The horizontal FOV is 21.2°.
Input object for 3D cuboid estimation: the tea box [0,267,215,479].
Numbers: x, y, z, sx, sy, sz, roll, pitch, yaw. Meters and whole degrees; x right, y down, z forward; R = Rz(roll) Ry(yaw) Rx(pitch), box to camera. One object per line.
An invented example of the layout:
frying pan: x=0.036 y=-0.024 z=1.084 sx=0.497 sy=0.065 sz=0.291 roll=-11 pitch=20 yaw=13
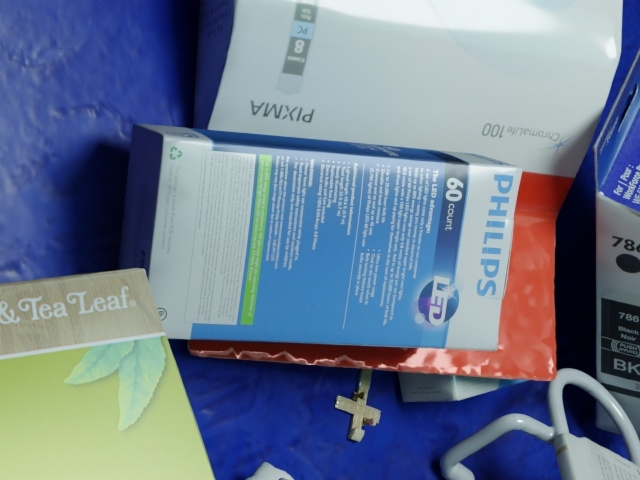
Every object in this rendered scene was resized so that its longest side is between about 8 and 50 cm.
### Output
tea box: x=-0.201 y=0.226 z=0.797 sx=0.220 sy=0.329 sz=0.324 roll=-6 pitch=69 yaw=-43

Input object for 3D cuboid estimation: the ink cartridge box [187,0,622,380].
ink cartridge box: x=0.066 y=-0.100 z=1.231 sx=0.308 sy=0.091 sz=0.385 roll=6 pitch=81 yaw=-24

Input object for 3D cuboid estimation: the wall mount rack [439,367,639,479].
wall mount rack: x=0.234 y=0.287 z=1.344 sx=0.304 sy=0.130 sz=0.350 roll=30 pitch=36 yaw=-34

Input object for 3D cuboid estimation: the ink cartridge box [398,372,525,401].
ink cartridge box: x=0.105 y=0.029 z=1.337 sx=0.104 sy=0.060 sz=0.180 roll=-10 pitch=91 yaw=-43

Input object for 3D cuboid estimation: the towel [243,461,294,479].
towel: x=-0.030 y=0.388 z=1.169 sx=0.320 sy=0.090 sz=0.374 roll=50 pitch=56 yaw=-26

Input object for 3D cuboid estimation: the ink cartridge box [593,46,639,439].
ink cartridge box: x=0.274 y=-0.001 z=1.387 sx=0.333 sy=0.065 sz=0.165 roll=79 pitch=33 yaw=-46

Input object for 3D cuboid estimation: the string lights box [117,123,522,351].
string lights box: x=0.000 y=0.000 z=1.156 sx=0.259 sy=0.077 sz=0.133 roll=4 pitch=99 yaw=-23

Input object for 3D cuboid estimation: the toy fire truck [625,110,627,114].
toy fire truck: x=0.408 y=-0.143 z=1.598 sx=0.217 sy=0.158 sz=0.246 roll=40 pitch=71 yaw=-33

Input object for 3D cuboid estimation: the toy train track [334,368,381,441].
toy train track: x=0.036 y=0.111 z=1.299 sx=0.048 sy=0.014 sz=0.083 roll=24 pitch=70 yaw=-40
